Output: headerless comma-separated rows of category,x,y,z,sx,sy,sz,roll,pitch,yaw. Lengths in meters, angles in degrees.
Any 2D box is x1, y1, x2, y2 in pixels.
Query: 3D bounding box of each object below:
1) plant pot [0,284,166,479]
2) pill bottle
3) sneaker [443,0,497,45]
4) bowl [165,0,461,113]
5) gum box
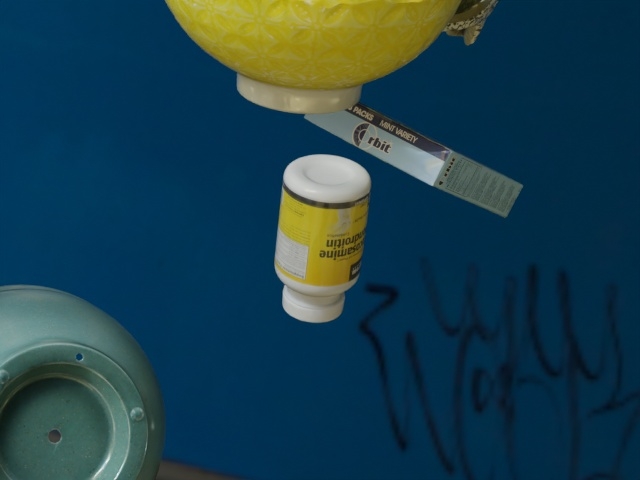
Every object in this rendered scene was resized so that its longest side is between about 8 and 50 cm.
plant pot,-0.276,0.186,1.508,0.293,0.293,0.196,19,-11,-20
pill bottle,0.000,0.000,1.798,0.103,0.103,0.184,8,-59,2
sneaker,0.101,-0.283,1.767,0.158,0.182,0.410,33,27,35
bowl,-0.013,-0.205,1.375,0.289,0.289,0.156,7,-65,3
gum box,0.093,-0.086,1.497,0.157,0.041,0.184,30,6,28
